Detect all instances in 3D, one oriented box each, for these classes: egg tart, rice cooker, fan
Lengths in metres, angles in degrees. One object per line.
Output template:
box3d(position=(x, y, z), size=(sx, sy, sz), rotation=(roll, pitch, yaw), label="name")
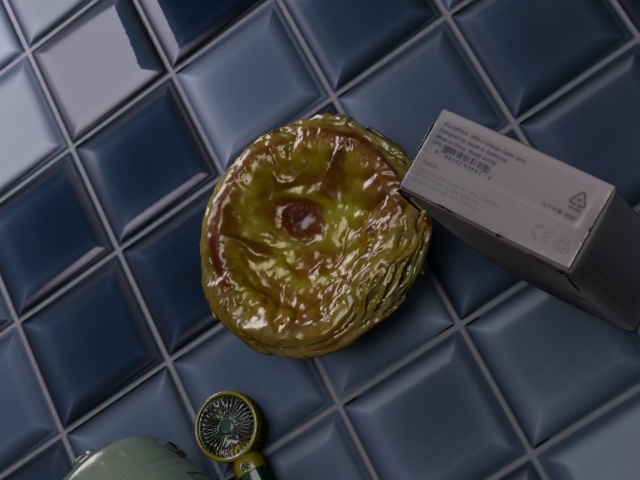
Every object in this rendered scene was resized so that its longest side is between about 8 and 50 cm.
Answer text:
box3d(position=(0.000, 0.000, 1.789), size=(0.295, 0.116, 0.295), rotation=(-7, 75, 25), label="egg tart")
box3d(position=(-0.173, 0.347, 1.722), size=(0.244, 0.226, 0.226), rotation=(31, 90, 32), label="rice cooker")
box3d(position=(-0.086, 0.246, 1.803), size=(0.082, 0.039, 0.155), rotation=(-32, 67, 14), label="fan")

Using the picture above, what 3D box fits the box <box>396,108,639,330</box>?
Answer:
box3d(position=(0.222, -0.015, 1.603), size=(0.203, 0.252, 0.106), rotation=(27, 86, 31), label="box")
